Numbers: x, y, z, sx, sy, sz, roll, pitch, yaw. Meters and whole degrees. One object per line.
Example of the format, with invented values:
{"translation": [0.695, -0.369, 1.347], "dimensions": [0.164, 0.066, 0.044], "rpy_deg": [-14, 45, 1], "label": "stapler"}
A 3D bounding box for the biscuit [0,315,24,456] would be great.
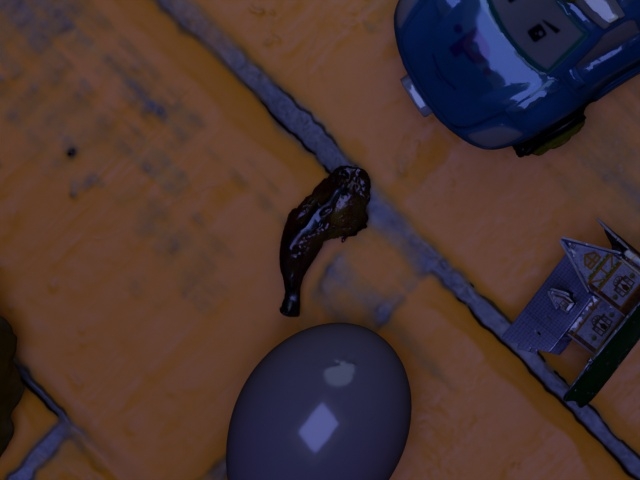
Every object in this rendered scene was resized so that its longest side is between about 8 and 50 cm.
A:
{"translation": [-0.434, 0.114, 1.524], "dimensions": [0.329, 0.078, 0.335], "rpy_deg": [-27, 108, -8], "label": "biscuit"}

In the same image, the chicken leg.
{"translation": [-0.004, -0.003, 1.539], "dimensions": [0.062, 0.037, 0.145], "rpy_deg": [37, 96, -11], "label": "chicken leg"}

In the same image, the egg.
{"translation": [-0.004, 0.162, 1.491], "dimensions": [0.146, 0.146, 0.198], "rpy_deg": [33, 104, 3], "label": "egg"}

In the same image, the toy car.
{"translation": [0.204, -0.199, 1.435], "dimensions": [0.314, 0.166, 0.198], "rpy_deg": [-31, 87, 9], "label": "toy car"}

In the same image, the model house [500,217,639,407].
{"translation": [0.231, 0.049, 1.484], "dimensions": [0.088, 0.117, 0.167], "rpy_deg": [39, 99, 19], "label": "model house"}
